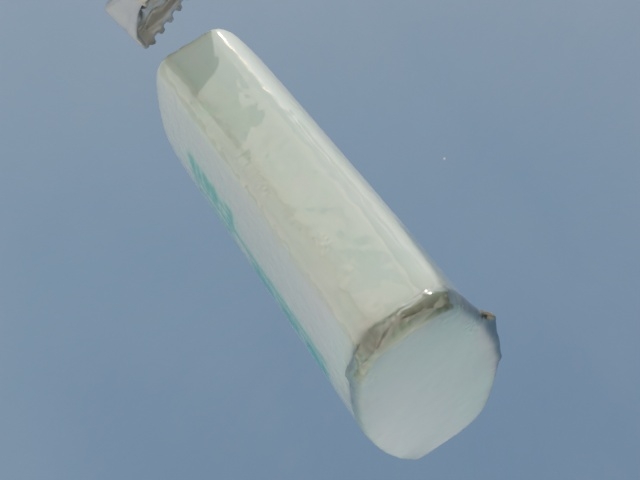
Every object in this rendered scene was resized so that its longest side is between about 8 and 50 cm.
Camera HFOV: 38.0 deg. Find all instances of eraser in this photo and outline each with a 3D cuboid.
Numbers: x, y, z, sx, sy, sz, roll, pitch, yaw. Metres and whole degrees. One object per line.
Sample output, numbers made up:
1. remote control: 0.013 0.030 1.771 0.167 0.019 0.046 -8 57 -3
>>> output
1. eraser: 0.000 0.000 0.649 0.104 0.189 0.290 -36 -125 -3

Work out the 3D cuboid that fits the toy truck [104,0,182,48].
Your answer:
1. toy truck: -0.165 -0.261 0.603 0.286 0.111 0.136 45 -115 -34
